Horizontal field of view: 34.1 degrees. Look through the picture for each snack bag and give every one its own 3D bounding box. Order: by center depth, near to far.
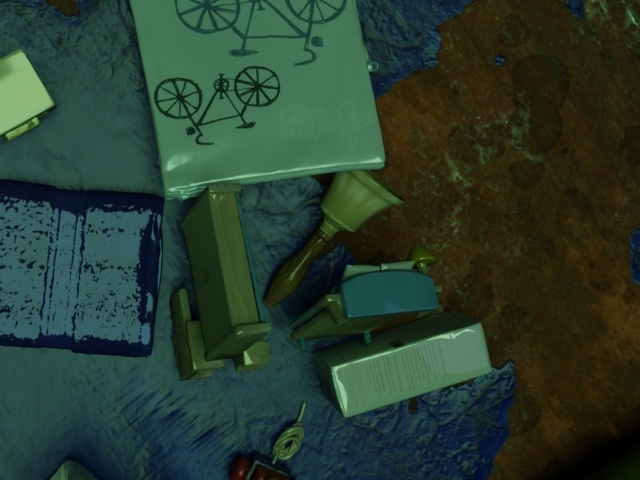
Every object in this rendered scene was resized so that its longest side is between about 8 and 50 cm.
[{"bbox_3d":[-0.082,-0.233,1.433,0.323,0.037,0.342,-9,78,-12],"label":"snack bag"}]

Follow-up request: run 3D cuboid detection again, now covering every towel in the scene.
[{"bbox_3d":[-0.373,0.037,1.427,0.308,0.076,0.228,6,87,-13],"label":"towel"}]

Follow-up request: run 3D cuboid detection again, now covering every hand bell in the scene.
[{"bbox_3d":[0.000,0.000,1.502,0.126,0.126,0.242,36,99,-13],"label":"hand bell"}]

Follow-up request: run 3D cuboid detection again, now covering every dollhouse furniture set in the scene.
[{"bbox_3d":[-0.030,0.051,1.443,0.303,0.286,0.198,-4,72,-26],"label":"dollhouse furniture set"}]

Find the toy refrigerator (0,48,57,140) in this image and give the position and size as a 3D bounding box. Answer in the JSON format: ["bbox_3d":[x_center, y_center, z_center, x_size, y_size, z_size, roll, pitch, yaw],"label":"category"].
[{"bbox_3d":[-0.484,-0.142,1.366,0.269,0.102,0.094,-32,101,-9],"label":"toy refrigerator"}]

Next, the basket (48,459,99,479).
[{"bbox_3d":[-0.321,0.522,1.353,0.266,0.331,0.328,40,86,-19],"label":"basket"}]

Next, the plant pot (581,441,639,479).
[{"bbox_3d":[0.568,0.426,1.554,0.353,0.366,0.366,-38,102,-20],"label":"plant pot"}]

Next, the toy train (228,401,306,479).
[{"bbox_3d":[-0.069,0.354,1.481,0.105,0.143,0.248,27,89,-14],"label":"toy train"}]

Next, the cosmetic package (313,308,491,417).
[{"bbox_3d":[0.118,0.176,1.523,0.231,0.117,0.085,-17,100,-12],"label":"cosmetic package"}]
